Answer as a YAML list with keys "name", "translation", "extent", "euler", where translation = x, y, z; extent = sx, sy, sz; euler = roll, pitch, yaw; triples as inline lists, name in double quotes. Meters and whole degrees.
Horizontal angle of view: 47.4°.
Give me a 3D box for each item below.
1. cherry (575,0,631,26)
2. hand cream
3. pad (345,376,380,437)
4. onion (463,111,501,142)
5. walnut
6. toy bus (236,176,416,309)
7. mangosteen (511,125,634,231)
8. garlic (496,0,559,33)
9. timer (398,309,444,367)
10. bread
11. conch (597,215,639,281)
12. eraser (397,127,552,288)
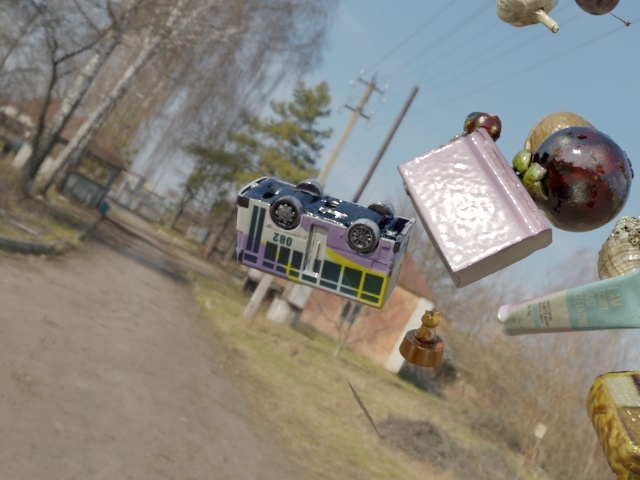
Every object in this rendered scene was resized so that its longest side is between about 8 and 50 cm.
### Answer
- name: "cherry"
  translation: [0.801, -0.678, 2.029]
  extent: [0.188, 0.115, 0.148]
  euler: [38, -32, 10]
- name: "hand cream"
  translation: [0.491, 0.138, 1.415]
  extent: [0.070, 0.111, 0.312]
  euler: [6, -18, -39]
- name: "pad"
  translation: [0.110, 0.431, 1.883]
  extent: [0.127, 0.004, 0.190]
  euler: [55, -7, 33]
- name: "onion"
  translation: [0.469, -0.316, 2.110]
  extent: [0.119, 0.118, 0.117]
  euler: [29, -2, -5]
- name: "walnut"
  translation: [0.899, -0.316, 2.677]
  extent: [0.333, 0.332, 0.333]
  euler: [28, -4, 2]
- name: "toy bus"
  translation: [0.000, 0.000, 1.912]
  extent: [0.440, 0.249, 0.209]
  euler: [17, 24, 12]
- name: "mangosteen"
  translation: [0.698, -0.163, 2.076]
  extent: [0.360, 0.306, 0.306]
  euler: [-18, -15, 9]
- name: "garlic"
  translation: [0.650, -0.691, 2.194]
  extent: [0.199, 0.199, 0.226]
  euler: [35, 27, -59]
- name: "timer"
  translation: [0.306, 0.267, 2.098]
  extent: [0.132, 0.152, 0.132]
  euler: [10, 23, -4]
- name: "bread"
  translation: [0.585, 0.334, 1.300]
  extent: [0.181, 0.096, 0.222]
  euler: [5, 33, -2]
- name: "conch"
  translation: [0.729, 0.031, 1.682]
  extent: [0.163, 0.245, 0.178]
  euler: [46, -27, -4]
- name: "eraser"
  translation: [0.393, -0.091, 1.903]
  extent: [0.359, 0.272, 0.122]
  euler: [65, 3, 31]
